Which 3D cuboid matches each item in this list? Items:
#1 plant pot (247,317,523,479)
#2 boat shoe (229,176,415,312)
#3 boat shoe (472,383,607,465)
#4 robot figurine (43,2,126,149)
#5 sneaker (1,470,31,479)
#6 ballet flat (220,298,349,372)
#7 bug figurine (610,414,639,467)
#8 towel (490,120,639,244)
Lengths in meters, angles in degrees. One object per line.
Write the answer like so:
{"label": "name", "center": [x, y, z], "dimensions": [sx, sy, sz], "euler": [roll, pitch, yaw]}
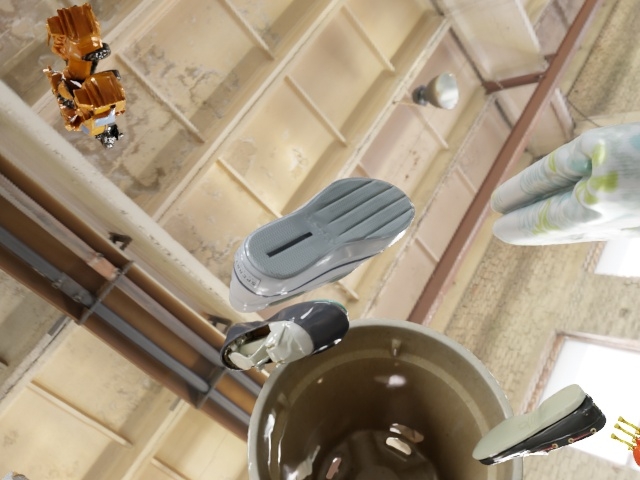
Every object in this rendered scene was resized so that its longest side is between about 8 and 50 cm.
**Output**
{"label": "plant pot", "center": [0.083, 0.331, 0.787], "dimensions": [0.334, 0.334, 0.305], "euler": [-48, -26, -27]}
{"label": "boat shoe", "center": [0.000, 0.000, 0.528], "dimensions": [0.226, 0.076, 0.083], "euler": [-20, -113, -41]}
{"label": "boat shoe", "center": [0.201, 0.184, 0.514], "dimensions": [0.042, 0.133, 0.049], "euler": [48, -149, 1]}
{"label": "robot figurine", "center": [-0.387, -0.258, 0.888], "dimensions": [0.085, 0.291, 0.211], "euler": [-22, -81, -26]}
{"label": "sneaker", "center": [-0.232, 0.262, 0.422], "dimensions": [0.084, 0.083, 0.215], "euler": [-53, -18, -58]}
{"label": "ballet flat", "center": [-0.053, 0.124, 0.658], "dimensions": [0.074, 0.203, 0.074], "euler": [21, -119, -42]}
{"label": "bug figurine", "center": [0.580, 0.414, 0.931], "dimensions": [0.279, 0.072, 0.216], "euler": [33, -99, -29]}
{"label": "towel", "center": [0.364, -0.048, 0.543], "dimensions": [0.320, 0.374, 0.090], "euler": [-6, -94, 4]}
